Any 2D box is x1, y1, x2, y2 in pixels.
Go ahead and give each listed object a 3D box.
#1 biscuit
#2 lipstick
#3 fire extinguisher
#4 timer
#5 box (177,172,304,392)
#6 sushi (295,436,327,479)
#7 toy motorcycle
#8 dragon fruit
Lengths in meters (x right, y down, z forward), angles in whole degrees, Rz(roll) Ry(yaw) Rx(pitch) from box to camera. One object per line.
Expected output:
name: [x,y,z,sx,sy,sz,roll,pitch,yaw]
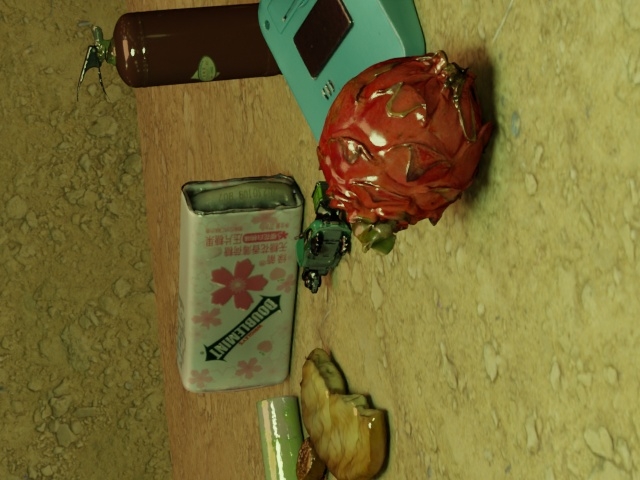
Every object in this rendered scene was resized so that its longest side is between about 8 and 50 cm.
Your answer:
biscuit: [0.031,0.264,1.737,0.299,0.045,0.154,-141,49,-67]
lipstick: [-0.054,0.412,2.018,0.076,0.076,0.304,140,123,-70]
fire extinguisher: [-0.200,-0.283,1.833,0.114,0.337,0.135,-138,44,-70]
timer: [0.037,-0.251,1.488,0.232,0.091,0.250,-48,59,52]
box: [-0.134,0.072,1.990,0.112,0.190,0.370,-118,26,-51]
sushi: [-0.010,0.349,1.903,0.050,0.047,0.099,31,108,56]
toy motorcycle: [0.000,0.000,1.744,0.173,0.058,0.100,111,156,-54]
dragon fruit: [0.083,-0.096,1.238,0.209,0.172,0.172,-58,29,15]
